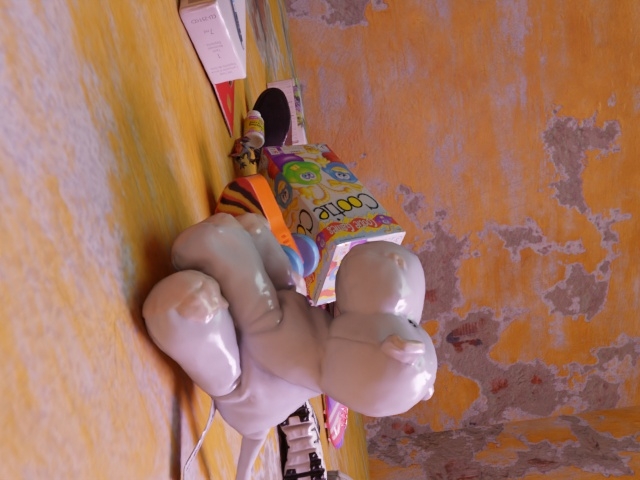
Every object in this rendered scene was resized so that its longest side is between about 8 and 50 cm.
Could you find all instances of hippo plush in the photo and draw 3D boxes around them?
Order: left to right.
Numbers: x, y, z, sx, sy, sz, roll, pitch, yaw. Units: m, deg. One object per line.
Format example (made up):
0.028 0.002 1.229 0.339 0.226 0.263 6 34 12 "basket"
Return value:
-0.013 0.090 0.508 0.234 0.237 0.293 52 37 -52 "hippo plush"

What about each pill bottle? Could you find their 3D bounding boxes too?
-0.139 -0.233 1.073 0.043 0.044 0.083 75 7 -53 "pill bottle"

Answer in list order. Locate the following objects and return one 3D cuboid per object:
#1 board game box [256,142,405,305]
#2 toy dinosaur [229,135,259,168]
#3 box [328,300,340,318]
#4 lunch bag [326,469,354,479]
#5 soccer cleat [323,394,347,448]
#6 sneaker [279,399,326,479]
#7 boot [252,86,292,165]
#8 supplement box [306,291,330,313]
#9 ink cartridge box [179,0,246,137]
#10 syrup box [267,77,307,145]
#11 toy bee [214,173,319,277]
0.002 -0.041 0.932 0.275 0.145 0.142 54 -39 36 "board game box"
-0.143 -0.171 0.952 0.082 0.047 0.090 62 6 29 "toy dinosaur"
0.029 0.146 1.226 0.322 0.059 0.232 -147 -127 -60 "box"
0.054 0.608 0.943 0.235 0.169 0.286 -89 170 -74 "lunch bag"
0.056 0.525 1.628 0.083 0.095 0.247 68 13 -70 "soccer cleat"
-0.029 0.384 0.958 0.106 0.078 0.234 44 35 -78 "sneaker"
-0.095 -0.217 1.276 0.280 0.096 0.263 -31 111 -86 "boot"
-0.046 0.096 1.150 0.081 0.104 0.188 6 75 -79 "supplement box"
-0.166 -0.381 0.919 0.261 0.066 0.296 72 10 -55 "ink cartridge box"
-0.096 -0.357 1.542 0.093 0.097 0.236 69 11 -70 "syrup box"
-0.080 0.062 0.754 0.195 0.162 0.298 12 48 -62 "toy bee"
